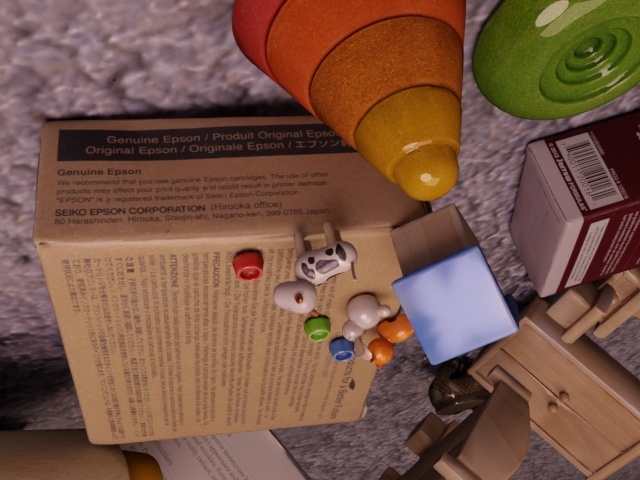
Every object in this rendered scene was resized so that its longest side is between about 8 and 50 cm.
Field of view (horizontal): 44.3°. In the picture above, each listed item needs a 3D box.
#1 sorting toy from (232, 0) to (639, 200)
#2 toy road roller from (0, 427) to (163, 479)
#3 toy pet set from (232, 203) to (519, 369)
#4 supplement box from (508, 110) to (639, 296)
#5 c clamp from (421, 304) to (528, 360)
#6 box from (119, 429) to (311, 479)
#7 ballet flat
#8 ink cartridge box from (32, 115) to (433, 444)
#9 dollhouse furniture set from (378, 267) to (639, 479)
[{"bbox_3d":[0.140,-0.074,0.412,0.366,0.126,0.127,-1,147,-27],"label":"sorting toy"},{"bbox_3d":[-0.277,0.266,0.581,0.203,0.240,0.330,10,162,-41],"label":"toy road roller"},{"bbox_3d":[0.036,0.041,0.384,0.114,0.065,0.122,-25,142,17],"label":"toy pet set"},{"bbox_3d":[0.273,-0.045,0.590,0.240,0.073,0.130,-16,152,-2],"label":"supplement box"},{"bbox_3d":[0.197,0.112,0.879,0.137,0.022,0.161,-32,147,14],"label":"c clamp"},{"bbox_3d":[-0.076,0.244,0.753,0.119,0.181,0.182,-38,154,-13],"label":"box"},{"bbox_3d":[0.201,0.184,0.978,0.084,0.058,0.250,-30,154,26],"label":"ballet flat"},{"bbox_3d":[-0.056,0.034,0.481,0.193,0.088,0.234,-3,143,-12],"label":"ink cartridge box"},{"bbox_3d":[0.179,0.203,0.661,0.355,0.174,0.303,-40,167,-50],"label":"dollhouse furniture set"}]
